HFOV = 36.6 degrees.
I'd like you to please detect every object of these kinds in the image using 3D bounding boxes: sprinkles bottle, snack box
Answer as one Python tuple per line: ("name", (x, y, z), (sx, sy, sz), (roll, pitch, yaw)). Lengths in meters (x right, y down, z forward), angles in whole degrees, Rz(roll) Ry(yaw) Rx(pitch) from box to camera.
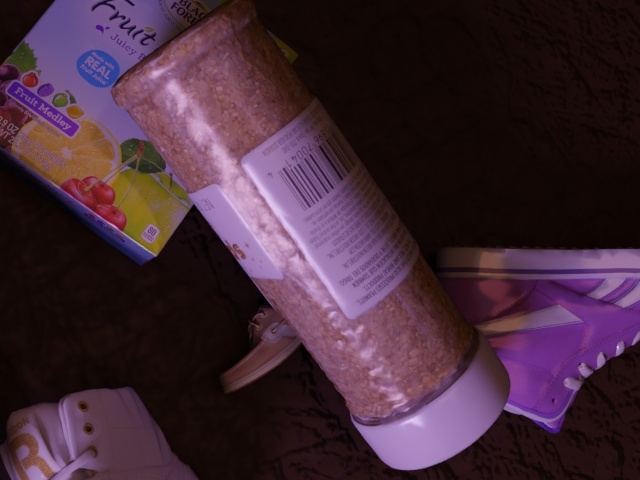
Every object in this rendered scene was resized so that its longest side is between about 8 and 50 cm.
("sprinkles bottle", (0.000, 0.000, 0.708), (0.121, 0.121, 0.355), (-40, 105, -20))
("snack box", (-0.146, -0.115, 0.756), (0.174, 0.070, 0.207), (36, 71, -12))

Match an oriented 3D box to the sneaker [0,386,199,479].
("sneaker", (-0.173, 0.195, 0.620), (0.108, 0.292, 0.169), (-35, 90, 19))

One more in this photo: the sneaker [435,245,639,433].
("sneaker", (0.236, 0.085, 0.850), (0.282, 0.102, 0.161), (-1, 85, -8))

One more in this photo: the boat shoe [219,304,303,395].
("boat shoe", (-0.035, 0.071, 0.781), (0.135, 0.050, 0.045), (-39, 92, -30))
